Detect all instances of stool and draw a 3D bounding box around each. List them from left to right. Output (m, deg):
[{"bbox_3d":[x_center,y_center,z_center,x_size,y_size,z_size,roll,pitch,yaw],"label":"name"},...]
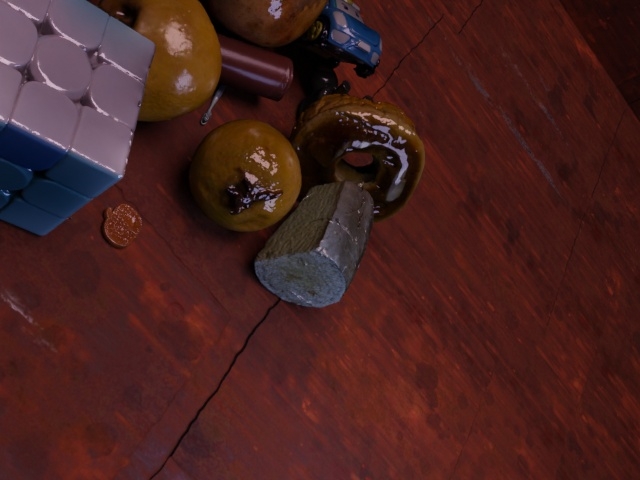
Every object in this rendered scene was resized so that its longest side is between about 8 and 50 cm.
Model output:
[{"bbox_3d":[0.031,-0.323,2.041,0.153,0.139,0.228,-29,95,-47],"label":"stool"}]

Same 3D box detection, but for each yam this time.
[{"bbox_3d":[0.004,0.003,1.834,0.201,0.202,0.271,60,36,-38],"label":"yam"}]

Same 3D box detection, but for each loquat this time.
[{"bbox_3d":[-0.314,-0.358,1.619,0.275,0.275,0.274,21,58,-37],"label":"loquat"},{"bbox_3d":[-0.152,-0.129,1.699,0.244,0.244,0.244,21,58,-37],"label":"loquat"}]

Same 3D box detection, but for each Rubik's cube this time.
[{"bbox_3d":[-0.486,-0.225,1.370,0.290,0.292,0.291,29,54,-34],"label":"Rubik's cube"}]

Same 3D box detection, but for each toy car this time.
[{"bbox_3d":[0.036,-0.515,2.041,0.198,0.314,0.166,21,96,-35],"label":"toy car"}]

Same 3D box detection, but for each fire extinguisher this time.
[{"bbox_3d":[-0.232,-0.414,1.845,0.337,0.106,0.147,14,37,-30],"label":"fire extinguisher"}]

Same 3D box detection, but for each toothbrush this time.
[{"bbox_3d":[-0.226,-0.336,1.880,0.016,0.019,0.219,34,49,-18],"label":"toothbrush"}]

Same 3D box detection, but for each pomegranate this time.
[{"bbox_3d":[-0.114,-0.596,1.865,0.322,0.322,0.322,21,58,-37],"label":"pomegranate"}]

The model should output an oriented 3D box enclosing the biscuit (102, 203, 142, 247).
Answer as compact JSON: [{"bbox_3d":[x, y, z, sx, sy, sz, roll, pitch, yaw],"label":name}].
[{"bbox_3d":[-0.380,-0.030,1.588,0.078,0.015,0.091,47,45,-16],"label":"biscuit"}]

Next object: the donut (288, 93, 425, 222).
[{"bbox_3d":[0.082,-0.198,1.935,0.330,0.330,0.160,35,35,-28],"label":"donut"}]
